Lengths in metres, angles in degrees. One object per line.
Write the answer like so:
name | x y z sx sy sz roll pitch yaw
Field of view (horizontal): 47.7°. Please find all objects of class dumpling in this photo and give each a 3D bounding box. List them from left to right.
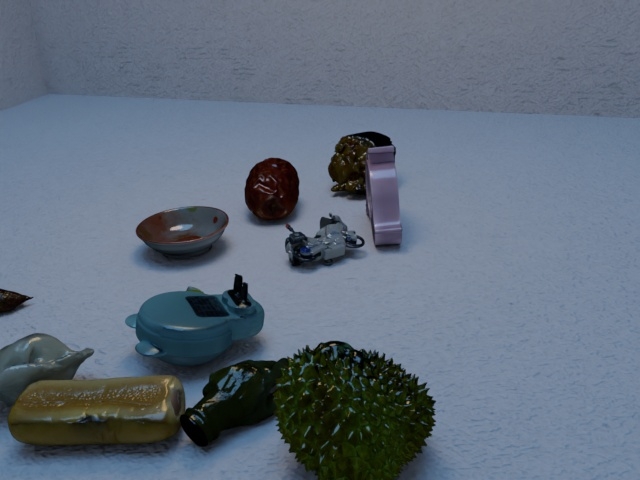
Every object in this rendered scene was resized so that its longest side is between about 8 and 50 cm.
dumpling | -0.572 0.252 1.419 0.250 0.132 0.162 -11 7 -15

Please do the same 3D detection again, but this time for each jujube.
jujube | -0.151 -0.162 2.270 0.174 0.174 0.250 -3 35 -1

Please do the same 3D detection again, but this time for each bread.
bread | -0.403 0.316 1.323 0.305 0.091 0.142 -2 27 2

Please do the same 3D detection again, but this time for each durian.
durian | 0.053 0.291 1.202 0.291 0.224 0.291 22 -2 1

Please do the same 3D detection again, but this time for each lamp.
lamp | -0.260 0.177 1.545 0.284 0.147 0.209 -20 31 -17

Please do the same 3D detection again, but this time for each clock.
clock | 0.178 -0.108 2.111 0.080 0.275 0.290 -5 -12 1

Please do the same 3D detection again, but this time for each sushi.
sushi | 0.131 -0.253 2.423 0.200 0.213 0.204 -12 0 38

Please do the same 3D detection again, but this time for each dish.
dish | -0.385 -0.012 2.052 0.260 0.085 0.260 -4 25 2

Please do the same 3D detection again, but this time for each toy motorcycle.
toy motorcycle | 0.000 0.000 1.974 0.221 0.102 0.150 -15 40 -26

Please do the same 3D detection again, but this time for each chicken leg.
chicken leg | -0.839 0.146 1.781 0.234 0.063 0.105 4 29 10

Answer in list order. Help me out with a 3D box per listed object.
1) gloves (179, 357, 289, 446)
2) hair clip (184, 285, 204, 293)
gloves | -0.145 0.286 1.359 0.135 0.107 0.268 43 38 14
hair clip | -0.319 0.161 1.724 0.060 0.033 0.188 4 23 9
